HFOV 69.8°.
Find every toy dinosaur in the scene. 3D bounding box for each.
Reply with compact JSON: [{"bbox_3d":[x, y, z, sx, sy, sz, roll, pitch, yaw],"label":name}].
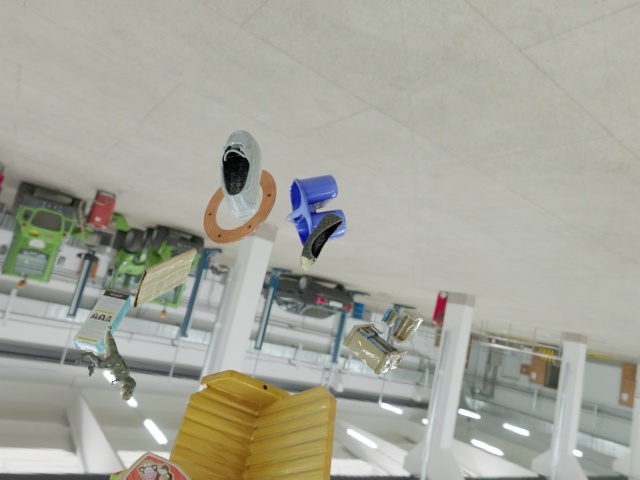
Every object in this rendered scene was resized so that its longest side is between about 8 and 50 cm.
[{"bbox_3d":[-0.593,0.335,1.265,0.118,0.268,0.064,-5,-148,-3],"label":"toy dinosaur"}]

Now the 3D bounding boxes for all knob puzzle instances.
[{"bbox_3d":[-0.339,0.533,0.963,0.213,0.030,0.213,33,-158,-15],"label":"knob puzzle"}]

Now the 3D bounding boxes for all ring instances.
[{"bbox_3d":[-0.304,-0.129,1.740,0.336,0.337,0.032,6,153,35],"label":"ring"}]

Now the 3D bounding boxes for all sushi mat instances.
[{"bbox_3d":[-0.551,0.129,1.645,0.019,0.152,0.316,26,-162,9],"label":"sushi mat"}]

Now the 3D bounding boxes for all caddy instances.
[{"bbox_3d":[-0.035,-0.096,1.622,0.179,0.242,0.341,-13,177,-10],"label":"caddy"}]

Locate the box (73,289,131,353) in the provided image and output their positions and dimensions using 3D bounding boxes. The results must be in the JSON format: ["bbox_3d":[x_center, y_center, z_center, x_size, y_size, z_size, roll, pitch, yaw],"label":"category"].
[{"bbox_3d":[-0.820,0.303,1.737,0.100,0.244,0.060,13,131,0],"label":"box"}]

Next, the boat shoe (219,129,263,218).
[{"bbox_3d":[-0.159,-0.152,0.911,0.079,0.228,0.081,-11,145,3],"label":"boat shoe"}]

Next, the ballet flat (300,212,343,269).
[{"bbox_3d":[0.000,0.000,1.171,0.049,0.173,0.057,16,156,33],"label":"ballet flat"}]

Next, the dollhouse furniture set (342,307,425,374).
[{"bbox_3d":[0.182,0.244,1.246,0.129,0.184,0.129,37,-167,29],"label":"dollhouse furniture set"}]

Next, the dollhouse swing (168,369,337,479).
[{"bbox_3d":[-0.176,0.512,1.200,0.315,0.347,0.305,29,133,-19],"label":"dollhouse swing"}]

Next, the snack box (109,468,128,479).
[{"bbox_3d":[-0.778,0.975,1.846,0.141,0.100,0.037,-17,126,-1],"label":"snack box"}]
